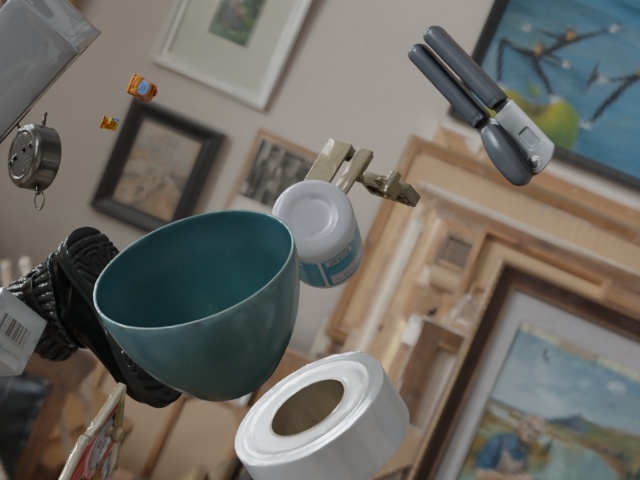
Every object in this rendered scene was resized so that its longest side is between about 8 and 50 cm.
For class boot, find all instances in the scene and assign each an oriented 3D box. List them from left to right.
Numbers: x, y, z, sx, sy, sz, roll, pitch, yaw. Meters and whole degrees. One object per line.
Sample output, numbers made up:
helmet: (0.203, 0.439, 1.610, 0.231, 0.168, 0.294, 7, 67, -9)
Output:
boot: (-0.394, 0.170, 2.026, 0.131, 0.260, 0.348, -19, 75, -51)

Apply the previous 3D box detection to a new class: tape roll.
tape roll: (0.002, 0.311, 1.953, 0.100, 0.286, 0.286, 59, -8, -20)

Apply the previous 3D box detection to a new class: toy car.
toy car: (-0.300, -0.213, 1.891, 0.041, 0.122, 0.060, 19, -20, 28)

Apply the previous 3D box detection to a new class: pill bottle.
pill bottle: (0.000, 0.000, 2.119, 0.146, 0.146, 0.264, 24, -14, 14)

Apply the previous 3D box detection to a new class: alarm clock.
alarm clock: (-0.560, -0.146, 2.292, 0.064, 0.192, 0.129, 7, -30, -43)

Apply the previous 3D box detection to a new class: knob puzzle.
knob puzzle: (-0.258, 0.279, 1.292, 0.030, 0.213, 0.213, 22, 5, 7)

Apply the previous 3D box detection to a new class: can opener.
can opener: (0.233, -0.202, 1.720, 0.280, 0.074, 0.093, 52, 25, 17)

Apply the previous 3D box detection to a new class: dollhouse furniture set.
dollhouse furniture set: (0.073, -0.086, 2.198, 0.144, 0.123, 0.151, 20, -17, 41)

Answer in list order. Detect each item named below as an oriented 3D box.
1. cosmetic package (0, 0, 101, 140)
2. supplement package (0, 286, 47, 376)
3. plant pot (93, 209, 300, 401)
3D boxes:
cosmetic package: (-0.375, -0.183, 1.365, 0.107, 0.238, 0.127, 45, 18, -14)
supplement package: (-0.550, 0.153, 1.888, 0.179, 0.105, 0.105, -10, -42, 39)
plant pot: (-0.154, 0.114, 1.678, 0.290, 0.195, 0.290, -12, 31, 7)
